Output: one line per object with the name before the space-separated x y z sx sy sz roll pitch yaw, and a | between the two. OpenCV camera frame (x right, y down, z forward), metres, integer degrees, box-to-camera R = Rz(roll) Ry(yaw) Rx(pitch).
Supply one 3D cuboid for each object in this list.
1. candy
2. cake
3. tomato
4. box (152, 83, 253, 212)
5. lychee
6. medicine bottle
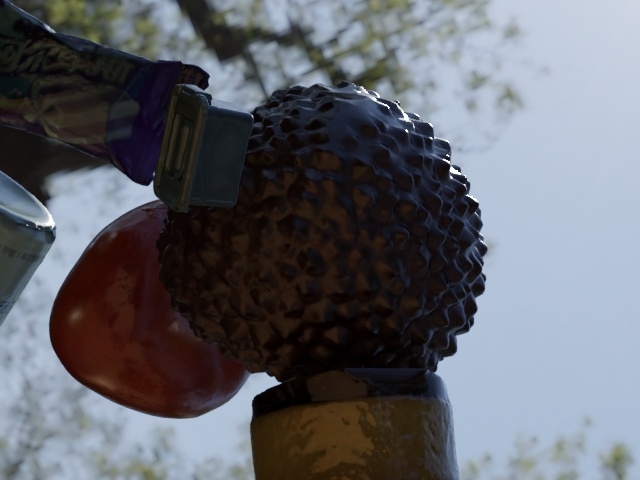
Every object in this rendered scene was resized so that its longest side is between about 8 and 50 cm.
candy | -0.263 -0.159 2.038 0.275 0.145 0.070 21 -22 3
cake | 0.032 0.221 1.754 0.208 0.185 0.178 68 16 -66
tomato | -0.208 0.091 2.520 0.226 0.298 0.299 -4 -72 45
box | -0.094 -0.073 1.611 0.074 0.054 0.099 -144 -116 -64
lychee | 0.000 0.000 1.857 0.330 0.306 0.306 40 -29 -8
medicine bottle | -0.298 0.024 1.526 0.135 0.135 0.168 42 -78 36
